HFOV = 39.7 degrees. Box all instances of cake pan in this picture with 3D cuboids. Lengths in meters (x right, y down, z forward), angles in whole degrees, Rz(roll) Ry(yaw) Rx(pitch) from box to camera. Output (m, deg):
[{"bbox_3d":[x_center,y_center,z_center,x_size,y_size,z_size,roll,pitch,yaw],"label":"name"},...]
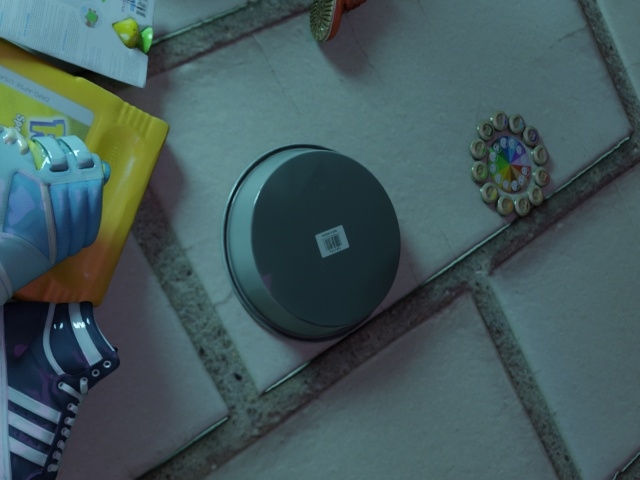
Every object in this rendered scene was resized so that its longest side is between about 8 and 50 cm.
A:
[{"bbox_3d":[0.000,0.000,1.269,0.293,0.054,0.293,4,82,-32],"label":"cake pan"}]

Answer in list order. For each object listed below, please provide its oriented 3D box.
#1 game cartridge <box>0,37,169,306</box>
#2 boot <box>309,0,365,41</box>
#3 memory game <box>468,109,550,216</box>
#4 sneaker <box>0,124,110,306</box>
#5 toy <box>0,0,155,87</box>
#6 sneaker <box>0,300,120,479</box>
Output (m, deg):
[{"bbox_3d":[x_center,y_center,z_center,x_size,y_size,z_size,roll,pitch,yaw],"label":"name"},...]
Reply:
[{"bbox_3d":[-0.370,-0.086,1.054,0.323,0.052,0.286,25,71,-25],"label":"game cartridge"},{"bbox_3d":[0.035,-0.362,1.337,0.084,0.059,0.158,22,71,-33],"label":"boot"},{"bbox_3d":[0.325,-0.130,1.511,0.186,0.012,0.186,5,81,-31],"label":"memory game"},{"bbox_3d":[-0.354,-0.105,0.970,0.208,0.127,0.319,-30,110,-30],"label":"sneaker"},{"bbox_3d":[-0.325,-0.283,1.104,0.237,0.056,0.137,15,72,-35],"label":"toy"},{"bbox_3d":[-0.299,0.204,1.011,0.153,0.099,0.282,-7,88,-18],"label":"sneaker"}]
